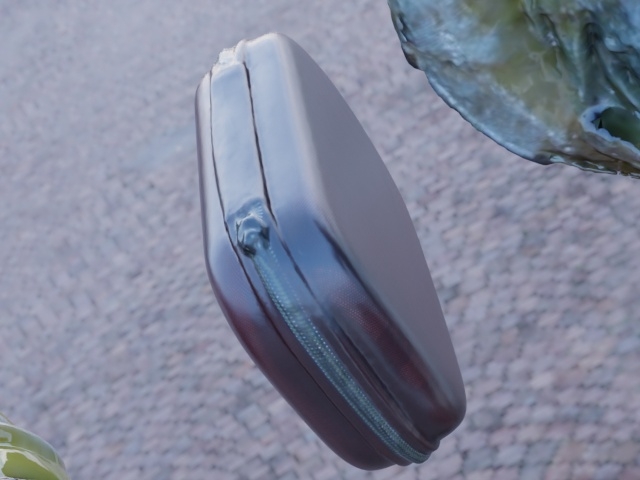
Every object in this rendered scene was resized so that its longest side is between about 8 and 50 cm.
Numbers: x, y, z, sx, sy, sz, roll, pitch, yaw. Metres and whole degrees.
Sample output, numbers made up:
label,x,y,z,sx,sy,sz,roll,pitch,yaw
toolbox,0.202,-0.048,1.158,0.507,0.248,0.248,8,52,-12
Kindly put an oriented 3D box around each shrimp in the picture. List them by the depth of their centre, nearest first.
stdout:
label,x,y,z,sx,sy,sz,roll,pitch,yaw
shrimp,0.220,-0.101,1.050,0.221,0.445,0.110,-36,24,26

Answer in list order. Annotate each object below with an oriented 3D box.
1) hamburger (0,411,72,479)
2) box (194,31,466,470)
label,x,y,z,sx,sy,sz,roll,pitch,yaw
hamburger,-0.309,0.228,1.121,0.276,0.276,0.237,-37,45,-19
box,0.000,0.000,1.224,0.108,0.263,0.404,-30,30,12
